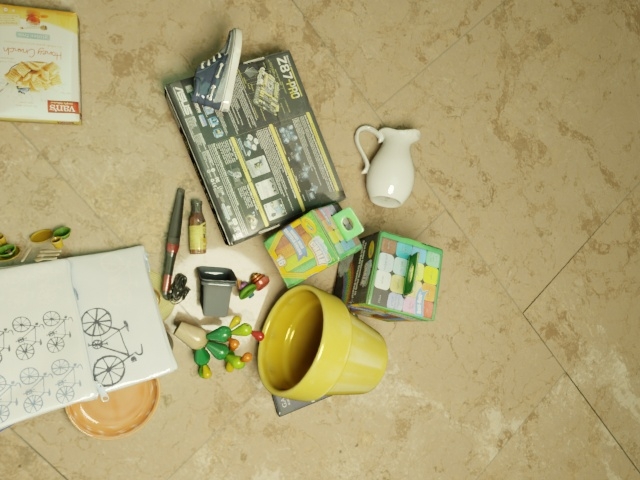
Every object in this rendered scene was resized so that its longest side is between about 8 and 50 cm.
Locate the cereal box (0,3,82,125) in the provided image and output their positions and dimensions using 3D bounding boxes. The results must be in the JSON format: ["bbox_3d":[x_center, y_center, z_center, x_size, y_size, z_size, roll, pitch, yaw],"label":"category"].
[{"bbox_3d":[-0.613,-0.375,1.041,0.173,0.047,0.240,-2,90,-19],"label":"cereal box"}]

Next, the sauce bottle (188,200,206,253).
[{"bbox_3d":[-0.293,-0.031,1.149,0.042,0.042,0.128,-1,92,-19],"label":"sauce bottle"}]

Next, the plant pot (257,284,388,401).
[{"bbox_3d":[0.019,0.257,1.136,0.239,0.254,0.254,24,82,-33],"label":"plant pot"}]

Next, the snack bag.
[{"bbox_3d":[-0.484,0.169,0.968,0.342,0.037,0.323,-10,63,-31],"label":"snack bag"}]

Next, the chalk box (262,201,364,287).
[{"bbox_3d":[0.000,0.000,1.133,0.132,0.213,0.132,61,32,4],"label":"chalk box"}]

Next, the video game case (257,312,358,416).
[{"bbox_3d":[-0.007,0.314,1.253,0.274,0.026,0.196,-16,95,-17],"label":"video game case"}]

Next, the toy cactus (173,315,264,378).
[{"bbox_3d":[-0.243,0.232,1.101,0.180,0.219,0.112,34,42,-18],"label":"toy cactus"}]

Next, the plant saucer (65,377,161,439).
[{"bbox_3d":[-0.466,0.346,1.091,0.200,0.037,0.200,0,90,-19],"label":"plant saucer"}]

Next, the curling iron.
[{"bbox_3d":[-0.339,0.013,1.136,0.068,0.035,0.274,11,77,-60],"label":"curling iron"}]

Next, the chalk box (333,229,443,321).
[{"bbox_3d":[0.172,0.093,1.166,0.179,0.289,0.180,17,77,-18],"label":"chalk box"}]

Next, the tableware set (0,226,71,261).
[{"bbox_3d":[-0.616,0.003,1.020,0.154,0.104,0.024,-2,130,0],"label":"tableware set"}]

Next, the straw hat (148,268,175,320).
[{"bbox_3d":[-0.403,0.134,1.102,0.144,0.061,0.144,0,90,-19],"label":"straw hat"}]

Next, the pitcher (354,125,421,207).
[{"bbox_3d":[0.165,-0.201,1.276,0.178,0.125,0.207,11,75,2],"label":"pitcher"}]

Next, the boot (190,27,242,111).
[{"bbox_3d":[-0.230,-0.387,1.066,0.086,0.069,0.190,11,86,-20],"label":"boot"}]

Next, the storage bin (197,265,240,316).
[{"bbox_3d":[-0.240,0.120,1.126,0.098,0.135,0.091,5,99,-19],"label":"storage bin"}]

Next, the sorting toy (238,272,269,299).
[{"bbox_3d":[-0.172,0.109,1.182,0.042,0.061,0.102,47,36,16],"label":"sorting toy"}]

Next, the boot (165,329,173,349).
[{"bbox_3d":[-0.477,0.209,1.050,0.305,0.112,0.115,19,126,-11],"label":"boot"}]

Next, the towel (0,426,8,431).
[{"bbox_3d":[-0.655,0.232,0.959,0.034,0.209,0.285,-13,96,17],"label":"towel"}]

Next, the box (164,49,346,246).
[{"bbox_3d":[-0.153,-0.224,1.171,0.318,0.097,0.395,-24,96,-15],"label":"box"}]
